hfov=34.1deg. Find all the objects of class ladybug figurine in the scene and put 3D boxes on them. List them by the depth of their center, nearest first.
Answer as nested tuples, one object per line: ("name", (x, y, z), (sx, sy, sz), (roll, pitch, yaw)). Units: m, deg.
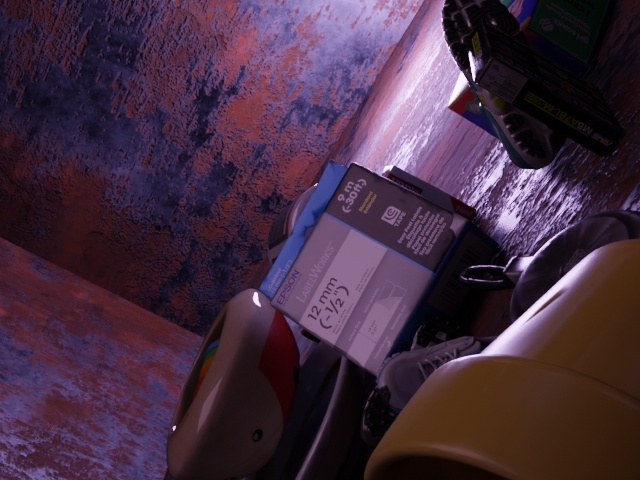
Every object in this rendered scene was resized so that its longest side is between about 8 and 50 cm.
("ladybug figurine", (-0.139, 0.255, 1.804), (0.305, 0.161, 0.449), (-59, 10, 24))

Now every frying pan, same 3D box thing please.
("frying pan", (0.249, 0.020, 1.082), (0.197, 0.053, 0.326), (-44, 22, 6))

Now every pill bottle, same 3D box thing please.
("pill bottle", (0.000, 0.000, 2.256), (0.210, 0.210, 0.363), (-65, 9, -12))

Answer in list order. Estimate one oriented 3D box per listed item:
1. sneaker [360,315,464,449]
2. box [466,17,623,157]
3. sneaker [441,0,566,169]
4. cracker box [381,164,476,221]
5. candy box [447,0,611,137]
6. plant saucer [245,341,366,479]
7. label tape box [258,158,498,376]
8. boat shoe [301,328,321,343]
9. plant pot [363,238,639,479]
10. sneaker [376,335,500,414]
("sneaker", (0.117, 0.204, 1.350), (0.234, 0.078, 0.106), (-49, -23, -46))
("box", (0.276, -0.194, 1.309), (0.045, 0.190, 0.184), (-58, 11, 22))
("sneaker", (0.241, -0.220, 1.456), (0.107, 0.275, 0.110), (-23, -7, -10))
("cracker box", (0.124, 0.017, 1.661), (0.232, 0.155, 0.067), (-63, 7, -2))
("candy box", (0.343, -0.353, 1.620), (0.317, 0.122, 0.268), (-68, 10, -25))
("plant saucer", (-0.014, 0.341, 1.682), (0.401, 0.100, 0.400), (-60, 8, 15))
("label tape box", (0.051, 0.028, 1.538), (0.347, 0.115, 0.249), (30, 90, 38))
("boat shoe", (0.032, 0.144, 2.000), (0.302, 0.109, 0.098), (132, 163, -78))
("plant pot", (0.196, 0.135, 0.696), (0.239, 0.254, 0.254), (-49, 1, -29))
("sneaker", (0.146, 0.143, 1.210), (0.190, 0.071, 0.083), (-17, -12, -40))
